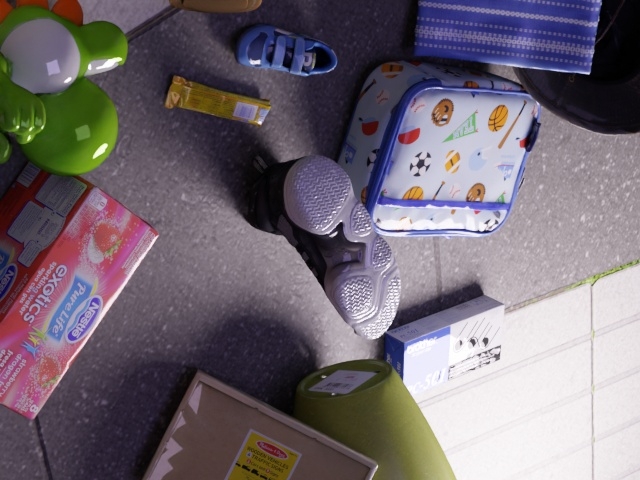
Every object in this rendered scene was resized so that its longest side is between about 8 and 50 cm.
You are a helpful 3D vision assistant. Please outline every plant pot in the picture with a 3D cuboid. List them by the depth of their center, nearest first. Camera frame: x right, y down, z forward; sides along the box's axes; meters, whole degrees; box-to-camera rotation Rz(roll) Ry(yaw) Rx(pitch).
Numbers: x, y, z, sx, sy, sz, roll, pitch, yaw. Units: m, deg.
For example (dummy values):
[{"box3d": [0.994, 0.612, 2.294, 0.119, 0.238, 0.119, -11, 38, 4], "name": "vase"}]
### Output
[{"box3d": [0.065, 0.324, 2.173, 0.274, 0.274, 0.294, -23, 109, -34], "name": "plant pot"}]

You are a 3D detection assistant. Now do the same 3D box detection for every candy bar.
[{"box3d": [-0.121, -0.166, 1.904, 0.161, 0.018, 0.040, 9, 107, -46], "name": "candy bar"}]

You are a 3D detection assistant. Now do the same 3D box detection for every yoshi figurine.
[{"box3d": [-0.341, -0.124, 1.610, 0.362, 0.203, 0.203, -20, 139, -38], "name": "yoshi figurine"}]

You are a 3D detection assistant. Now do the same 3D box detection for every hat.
[{"box3d": [0.367, -0.300, 2.197, 0.331, 0.134, 0.331, -1, 91, -24], "name": "hat"}]

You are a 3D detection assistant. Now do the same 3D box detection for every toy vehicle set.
[{"box3d": [-0.080, 0.301, 2.039, 0.267, 0.035, 0.166, 28, 91, -4], "name": "toy vehicle set"}]

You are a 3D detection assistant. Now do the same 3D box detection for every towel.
[{"box3d": [0.259, -0.389, 2.027, 0.243, 0.040, 0.336, 6, 106, -4], "name": "towel"}]

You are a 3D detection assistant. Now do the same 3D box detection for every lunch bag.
[{"box3d": [0.164, -0.113, 2.132, 0.303, 0.115, 0.243, 2, 111, -43], "name": "lunch bag"}]

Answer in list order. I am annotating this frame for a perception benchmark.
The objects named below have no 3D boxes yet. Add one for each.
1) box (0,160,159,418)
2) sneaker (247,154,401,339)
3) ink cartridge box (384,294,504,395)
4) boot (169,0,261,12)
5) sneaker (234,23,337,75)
[{"box3d": [-0.317, 0.050, 1.748, 0.257, 0.128, 0.122, -57, 136, -6], "name": "box"}, {"box3d": [0.000, 0.000, 1.995, 0.101, 0.153, 0.269, -39, 120, -23], "name": "sneaker"}, {"box3d": [0.183, 0.157, 2.330, 0.207, 0.046, 0.097, -17, 120, -37], "name": "ink cartridge box"}, {"box3d": [-0.130, -0.381, 1.732, 0.283, 0.109, 0.220, 44, 43, -73], "name": "boot"}, {"box3d": [-0.040, -0.230, 1.917, 0.144, 0.059, 0.053, -3, 114, -41], "name": "sneaker"}]
